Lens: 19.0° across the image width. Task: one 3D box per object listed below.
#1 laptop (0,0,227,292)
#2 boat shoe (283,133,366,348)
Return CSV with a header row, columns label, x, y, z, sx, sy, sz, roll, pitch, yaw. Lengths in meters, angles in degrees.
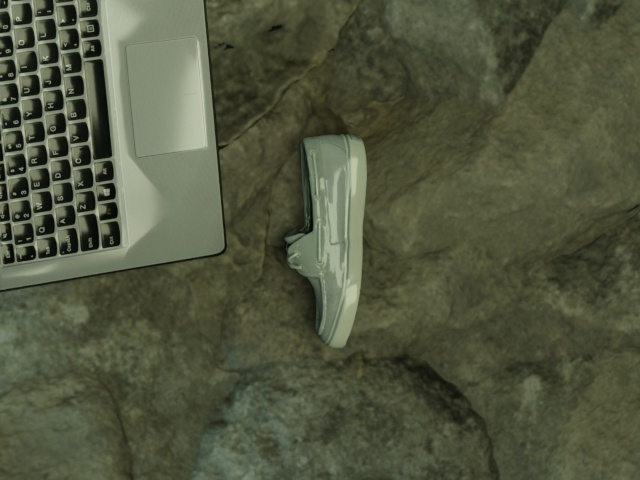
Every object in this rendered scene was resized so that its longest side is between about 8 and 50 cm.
label,x,y,z,sx,sy,sz,roll,pitch,yaw
laptop,-0.255,-0.122,1.798,0.407,0.236,0.382,-9,104,-22
boat shoe,0.000,0.000,2.018,0.081,0.079,0.228,3,93,-10
